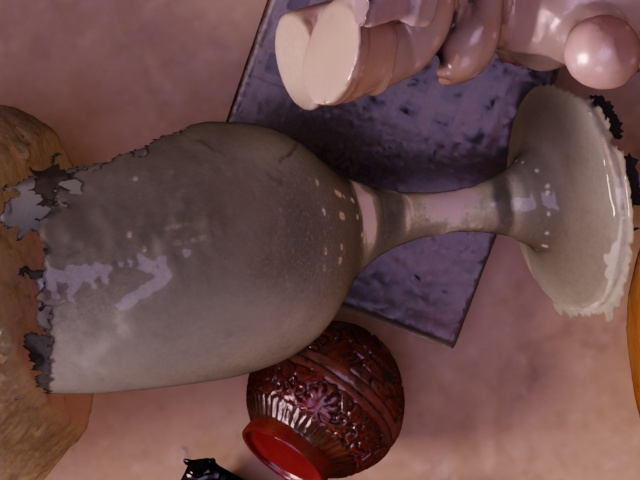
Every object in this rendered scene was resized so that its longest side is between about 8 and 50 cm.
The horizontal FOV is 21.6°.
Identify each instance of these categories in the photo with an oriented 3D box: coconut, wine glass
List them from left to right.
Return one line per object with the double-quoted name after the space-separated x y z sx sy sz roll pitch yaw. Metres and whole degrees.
-0.259 0.045 0.967 0.244 0.239 0.239 -12 97 13 "coconut"
0.000 0.000 0.871 0.321 0.143 0.143 -8 98 -21 "wine glass"

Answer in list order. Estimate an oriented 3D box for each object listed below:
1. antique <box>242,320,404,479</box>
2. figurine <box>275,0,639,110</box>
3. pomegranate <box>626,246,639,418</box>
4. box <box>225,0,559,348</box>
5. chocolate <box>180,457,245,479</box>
0.004 0.096 1.013 0.104 0.104 0.104 1 99 6 "antique"
0.099 -0.148 0.878 0.256 0.182 0.144 -7 96 -30 "figurine"
0.366 0.051 0.822 0.416 0.416 0.417 1 99 6 "pomegranate"
0.053 -0.116 1.001 0.180 0.047 0.325 20 101 3 "box"
-0.017 0.177 1.053 0.147 0.070 0.072 14 110 14 "chocolate"
